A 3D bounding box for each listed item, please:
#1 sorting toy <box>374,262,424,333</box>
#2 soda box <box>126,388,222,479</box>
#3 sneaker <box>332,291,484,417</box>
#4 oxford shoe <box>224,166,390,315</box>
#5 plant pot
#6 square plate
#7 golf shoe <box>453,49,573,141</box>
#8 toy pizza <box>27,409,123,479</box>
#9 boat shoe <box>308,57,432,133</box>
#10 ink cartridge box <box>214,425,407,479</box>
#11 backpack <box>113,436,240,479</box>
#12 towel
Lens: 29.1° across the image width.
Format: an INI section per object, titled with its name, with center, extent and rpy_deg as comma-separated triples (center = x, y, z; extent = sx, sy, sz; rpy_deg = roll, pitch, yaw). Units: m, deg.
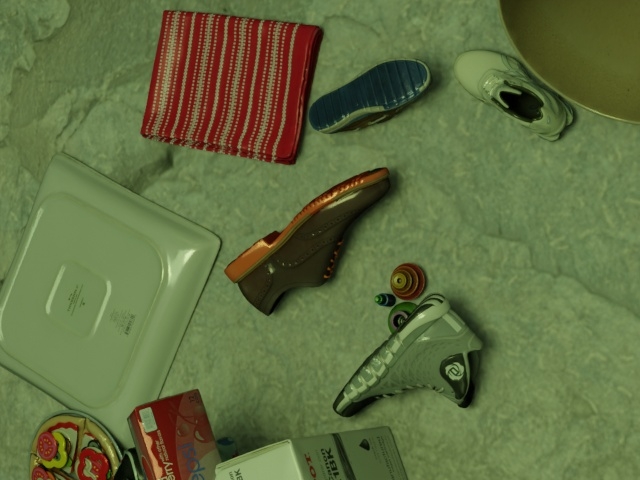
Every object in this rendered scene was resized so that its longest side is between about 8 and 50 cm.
[sorting toy]
center = 0.101, 0.079, 1.592
extent = 0.061, 0.042, 0.102
rpy_deg = 3, 87, 29
[soda box]
center = -0.150, 0.316, 1.464
extent = 0.092, 0.083, 0.263
rpy_deg = 131, 122, -67
[sneaker]
center = 0.120, 0.181, 1.554
extent = 0.132, 0.086, 0.228
rpy_deg = 41, 123, 2
[oxford shoe]
center = 0.000, 0.000, 1.640
extent = 0.271, 0.097, 0.098
rpy_deg = -36, 90, 26
[plant pot]
center = 0.366, -0.295, 1.379
extent = 0.284, 0.284, 0.191
rpy_deg = 18, 57, 29
[square plate]
center = -0.347, 0.085, 1.833
extent = 0.344, 0.049, 0.347
rpy_deg = 27, 99, 28
[golf shoe]
center = 0.228, -0.190, 1.522
extent = 0.176, 0.086, 0.069
rpy_deg = 35, 104, 28
[toy pizza]
center = -0.362, 0.348, 1.807
extent = 0.201, 0.032, 0.201
rpy_deg = 5, 99, 32
[boat shoe]
center = 0.074, -0.189, 1.615
extent = 0.183, 0.066, 0.066
rpy_deg = -17, 76, 32
[ink cartridge box]
center = 0.012, 0.339, 1.487
extent = 0.114, 0.273, 0.197
rpy_deg = -26, 74, 25
[backpack]
center = -0.186, 0.372, 1.628
extent = 0.253, 0.191, 0.225
rpy_deg = 137, 120, -62
[towel]
center = -0.131, -0.222, 1.753
extent = 0.275, 0.031, 0.198
rpy_deg = 12, 91, 29
